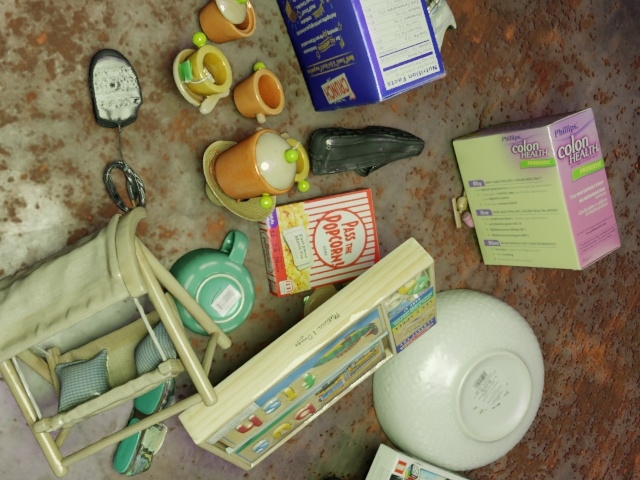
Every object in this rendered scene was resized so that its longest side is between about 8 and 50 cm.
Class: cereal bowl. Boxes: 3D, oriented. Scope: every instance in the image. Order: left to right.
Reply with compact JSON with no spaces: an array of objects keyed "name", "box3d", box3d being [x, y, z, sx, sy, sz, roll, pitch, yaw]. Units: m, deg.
[{"name":"cereal bowl","box3d":[0.273,0.263,1.244,0.339,0.141,0.338,-3,98,-23]}]

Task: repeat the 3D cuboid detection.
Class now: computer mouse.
[{"name":"computer mouse","box3d":[-0.295,-0.156,1.012,0.071,0.041,0.242,-9,106,-24]}]

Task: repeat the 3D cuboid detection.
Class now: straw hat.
[{"name":"straw hat","box3d":[-0.141,-0.082,1.064,0.144,0.061,0.144,30,46,-37]}]

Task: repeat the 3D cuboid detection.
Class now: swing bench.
[{"name":"swing bench","box3d":[-0.297,0.130,0.918,0.253,0.165,0.254,-28,108,9]}]

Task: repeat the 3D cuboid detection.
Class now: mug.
[{"name":"mug","box3d":[-0.166,0.067,1.053,0.130,0.097,0.157,-5,98,-23]}]

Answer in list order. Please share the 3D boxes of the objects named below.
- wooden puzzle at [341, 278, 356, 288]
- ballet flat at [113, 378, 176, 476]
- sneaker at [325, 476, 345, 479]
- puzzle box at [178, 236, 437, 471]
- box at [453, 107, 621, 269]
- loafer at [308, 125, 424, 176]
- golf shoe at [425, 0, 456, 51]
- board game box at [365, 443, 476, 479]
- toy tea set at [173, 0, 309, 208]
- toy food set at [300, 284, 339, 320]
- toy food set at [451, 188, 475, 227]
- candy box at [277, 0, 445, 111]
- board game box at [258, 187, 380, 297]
[{"name":"wooden puzzle","box3d":[0.090,0.104,1.216,0.079,0.014,0.116,-34,108,-12]},{"name":"ballet flat","box3d":[-0.258,0.270,1.063,0.070,0.070,0.188,24,88,-24]},{"name":"sneaker","box3d":[0.117,0.459,1.227,0.283,0.107,0.124,41,73,-31]},{"name":"puzzle box","box3d":[0.005,0.187,1.047,0.409,0.272,0.052,-37,64,-8]},{"name":"box","box3d":[0.371,-0.085,1.193,0.117,0.214,0.242,-24,103,-30]},{"name":"loafer","box3d":[0.077,-0.147,1.151,0.223,0.076,0.078,-8,119,-33]},{"name":"golf shoe","box3d":[0.173,-0.337,1.177,0.086,0.069,0.176,43,79,-27]},{"name":"board game box","box3d":[0.180,0.482,1.173,0.305,0.053,0.192,30,80,-33]},{"name":"toy tea set","box3d":[-0.093,-0.211,1.004,0.200,0.124,0.336,-40,112,-52]},{"name":"toy food set","box3d":[0.006,0.119,1.176,0.082,0.020,0.083,-46,111,-13]},{"name":"toy food set","box3d":[0.288,-0.064,1.281,0.122,0.019,0.077,-17,100,-30]},{"name":"candy box","box3d":[0.032,-0.358,1.001,0.122,0.268,0.317,-23,105,-16]},{"name":"board game box","box3d":[0.000,0.000,1.147,0.194,0.045,0.146,-13,101,-22]}]
